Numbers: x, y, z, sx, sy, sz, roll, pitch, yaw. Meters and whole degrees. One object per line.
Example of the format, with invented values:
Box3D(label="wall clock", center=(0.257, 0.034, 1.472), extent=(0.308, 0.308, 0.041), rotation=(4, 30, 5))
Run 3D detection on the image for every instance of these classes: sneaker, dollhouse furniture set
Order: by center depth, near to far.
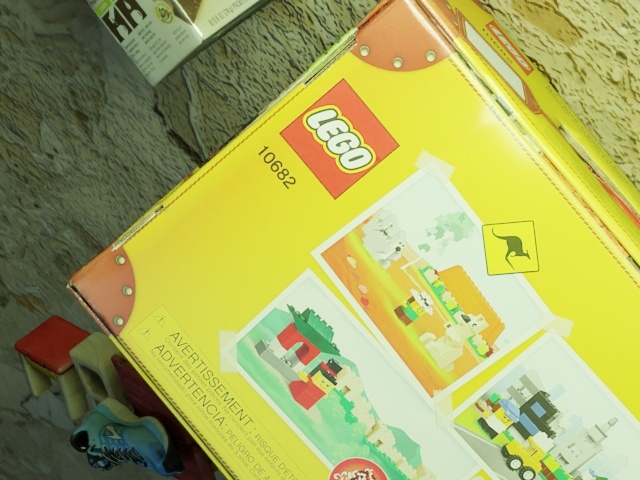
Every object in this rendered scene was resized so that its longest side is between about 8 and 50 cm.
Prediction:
Box3D(label="sneaker", center=(-0.201, 0.218, 1.890), extent=(0.162, 0.073, 0.063), rotation=(14, 133, 52))
Box3D(label="dollhouse furniture set", center=(-0.172, 0.115, 2.029), extent=(0.374, 0.201, 0.152), rotation=(22, 140, 47))

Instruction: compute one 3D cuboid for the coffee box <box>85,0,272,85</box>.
Box3D(label="coffee box", center=(-0.159, -0.308, 1.581), extent=(0.297, 0.168, 0.119), rotation=(52, 148, -4))

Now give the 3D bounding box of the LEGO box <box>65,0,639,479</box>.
Box3D(label="LEGO box", center=(0.108, 0.090, 1.471), extent=(0.372, 0.193, 0.500), rotation=(-39, 91, 18))
